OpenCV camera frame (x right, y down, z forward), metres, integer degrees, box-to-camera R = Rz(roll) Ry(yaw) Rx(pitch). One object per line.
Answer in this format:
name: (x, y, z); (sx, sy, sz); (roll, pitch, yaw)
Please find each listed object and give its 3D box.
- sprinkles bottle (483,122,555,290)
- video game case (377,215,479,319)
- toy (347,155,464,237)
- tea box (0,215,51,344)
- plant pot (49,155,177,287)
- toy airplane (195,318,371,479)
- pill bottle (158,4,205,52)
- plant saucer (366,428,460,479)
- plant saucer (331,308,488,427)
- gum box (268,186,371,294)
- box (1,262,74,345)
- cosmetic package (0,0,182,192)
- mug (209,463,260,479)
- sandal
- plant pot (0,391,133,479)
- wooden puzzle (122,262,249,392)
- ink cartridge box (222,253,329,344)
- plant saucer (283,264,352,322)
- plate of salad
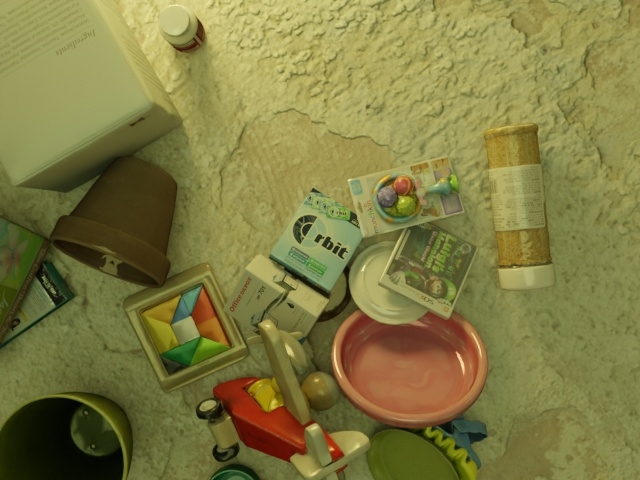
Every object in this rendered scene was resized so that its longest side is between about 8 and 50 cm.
sprinkles bottle: (0.433, -0.072, 1.901); (0.121, 0.121, 0.356); (-7, 92, 2)
video game case: (0.240, 0.056, 1.921); (0.173, 0.022, 0.190); (27, 66, 0)
toy: (0.193, -0.102, 1.923); (0.237, 0.056, 0.137); (-14, 81, -8)
tea box: (-0.790, 0.070, 1.801); (0.219, 0.323, 0.329); (22, 83, 19)
plant pot: (-0.418, -0.049, 1.887); (0.262, 0.263, 0.229); (21, 73, 1)
toy airplane: (-0.041, 0.373, 1.829); (0.384, 0.386, 0.272); (45, 52, 10)
pill bottle: (-0.304, -0.463, 1.896); (0.086, 0.152, 0.086); (0, 92, 1)
plant saucer: (0.211, 0.506, 1.910); (0.240, 0.037, 0.241); (20, 127, 29)
plant saucer: (0.188, 0.268, 1.863); (0.331, 0.332, 0.084); (3, 134, 2)
gum box: (0.000, 0.000, 1.930); (0.156, 0.041, 0.184); (32, 73, 1)
box: (-0.690, 0.158, 1.973); (0.244, 0.060, 0.101); (-34, 90, 2)
cosmetic package: (-0.543, -0.351, 1.819); (0.327, 0.329, 0.394); (-30, 90, 2)
mug: (-0.191, 0.582, 1.949); (0.129, 0.097, 0.158); (-4, 88, 0)
sandal: (0.252, 0.389, 1.937); (0.317, 0.126, 0.138); (48, 58, 6)
plant pot: (-0.510, 0.437, 1.860); (0.274, 0.293, 0.275); (0, 91, 2)
wooden puzzle: (-0.306, 0.199, 1.971); (0.220, 0.044, 0.239); (-24, 91, 3)
ink cartridge box: (-0.098, 0.143, 1.914); (0.190, 0.082, 0.140); (33, 123, 4)
plant saucer: (-0.007, 0.101, 1.967); (0.168, 0.029, 0.169); (0, 91, 3)
plate of salad: (0.161, 0.096, 1.937); (0.199, 0.048, 0.200); (1, 66, -3)
